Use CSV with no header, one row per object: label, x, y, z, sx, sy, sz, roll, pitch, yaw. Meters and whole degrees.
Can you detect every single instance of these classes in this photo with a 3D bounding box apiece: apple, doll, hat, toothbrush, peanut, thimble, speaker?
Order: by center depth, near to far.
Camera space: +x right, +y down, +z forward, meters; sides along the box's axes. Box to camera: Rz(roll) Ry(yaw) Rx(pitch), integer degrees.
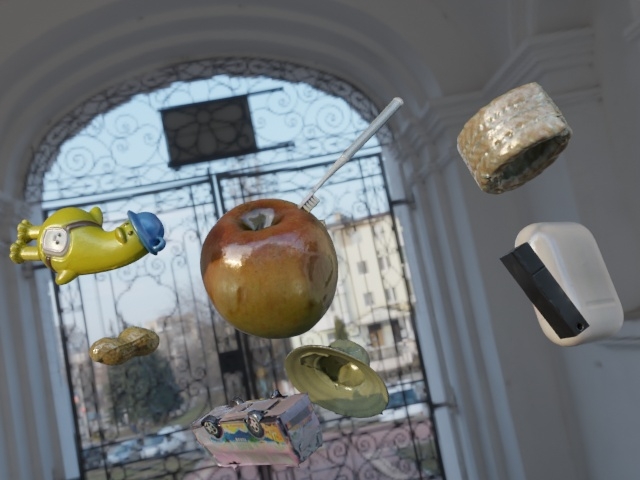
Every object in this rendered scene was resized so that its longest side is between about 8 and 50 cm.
toothbrush,0.066,-0.181,1.525,0.342,0.030,0.025,-50,1,-22
speaker,0.474,0.107,1.573,0.044,0.218,0.082,-35,-7,-12
thimble,0.421,-0.214,1.614,0.229,0.148,0.196,-35,-25,22
doll,-0.506,0.011,1.632,0.362,0.200,0.145,0,-27,16
hat,0.055,0.284,1.679,0.252,0.252,0.110,-17,31,40
apple,-0.119,0.073,1.819,0.338,0.305,0.338,-7,32,5
peanut,-0.517,0.277,1.960,0.192,0.089,0.089,-14,-3,-43

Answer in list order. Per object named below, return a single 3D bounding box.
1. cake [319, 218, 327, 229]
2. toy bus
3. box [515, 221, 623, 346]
cake,0.000,0.000,2.185,0.052,0.121,0.065,-9,1,-10
toy bus,-0.136,0.401,1.557,0.317,0.138,0.112,-20,6,46
box,0.684,0.114,2.042,0.288,0.349,0.141,-2,-22,-39
